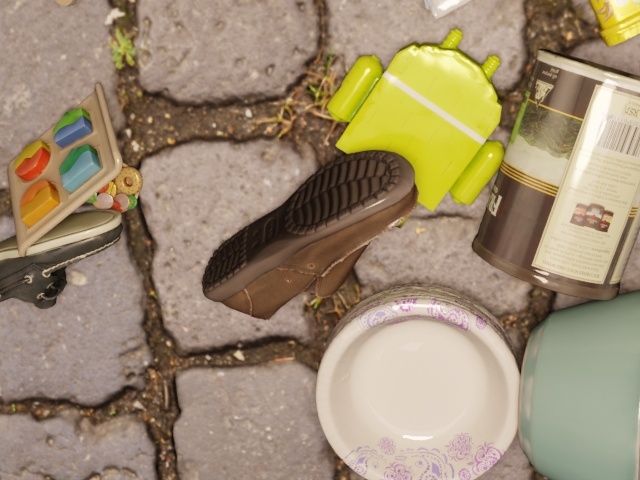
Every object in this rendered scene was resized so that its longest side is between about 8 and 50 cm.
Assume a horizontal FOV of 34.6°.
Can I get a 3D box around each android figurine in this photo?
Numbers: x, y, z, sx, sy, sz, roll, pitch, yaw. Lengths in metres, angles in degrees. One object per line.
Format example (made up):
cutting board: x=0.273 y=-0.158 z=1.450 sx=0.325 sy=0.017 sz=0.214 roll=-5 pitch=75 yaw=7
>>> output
android figurine: x=0.137 y=-0.157 z=1.410 sx=0.248 sy=0.056 sz=0.273 roll=33 pitch=108 yaw=-2

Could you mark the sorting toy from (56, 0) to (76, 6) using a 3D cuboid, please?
sorting toy: x=-0.353 y=-0.492 z=1.360 sx=0.255 sy=0.089 sz=0.257 roll=39 pitch=105 yaw=-4

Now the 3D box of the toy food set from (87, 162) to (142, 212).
toy food set: x=-0.303 y=-0.076 z=1.496 sx=0.083 sy=0.020 sz=0.082 roll=22 pitch=106 yaw=0

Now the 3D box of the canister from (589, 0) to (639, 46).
canister: x=0.394 y=-0.356 z=1.326 sx=0.126 sy=0.073 sz=0.170 roll=-25 pitch=99 yaw=13

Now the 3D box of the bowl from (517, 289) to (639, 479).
bowl: x=0.363 y=0.209 z=1.380 sx=0.163 sy=0.311 sz=0.311 roll=4 pitch=105 yaw=23

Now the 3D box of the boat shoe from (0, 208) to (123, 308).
boat shoe: x=-0.427 y=0.051 z=1.489 sx=0.340 sy=0.127 sz=0.113 roll=-19 pitch=107 yaw=8

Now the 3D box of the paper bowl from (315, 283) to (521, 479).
paper bowl: x=0.139 y=0.199 z=1.455 sx=0.284 sy=0.148 sz=0.284 roll=2 pitch=105 yaw=6

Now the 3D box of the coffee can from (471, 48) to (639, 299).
coffee can: x=0.335 y=-0.088 z=1.334 sx=0.202 sy=0.201 sz=0.275 roll=17 pitch=105 yaw=1

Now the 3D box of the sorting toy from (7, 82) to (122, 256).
sorting toy: x=-0.364 y=-0.104 z=1.419 sx=0.208 sy=0.193 sz=0.038 roll=-40 pitch=134 yaw=16

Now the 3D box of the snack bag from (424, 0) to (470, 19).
snack bag: x=0.221 y=-0.496 z=1.285 sx=0.343 sy=0.037 sz=0.323 roll=-24 pitch=93 yaw=20

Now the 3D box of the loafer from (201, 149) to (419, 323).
loafer: x=0.000 y=0.000 z=1.420 sx=0.366 sy=0.133 sz=0.130 roll=-29 pitch=126 yaw=33
